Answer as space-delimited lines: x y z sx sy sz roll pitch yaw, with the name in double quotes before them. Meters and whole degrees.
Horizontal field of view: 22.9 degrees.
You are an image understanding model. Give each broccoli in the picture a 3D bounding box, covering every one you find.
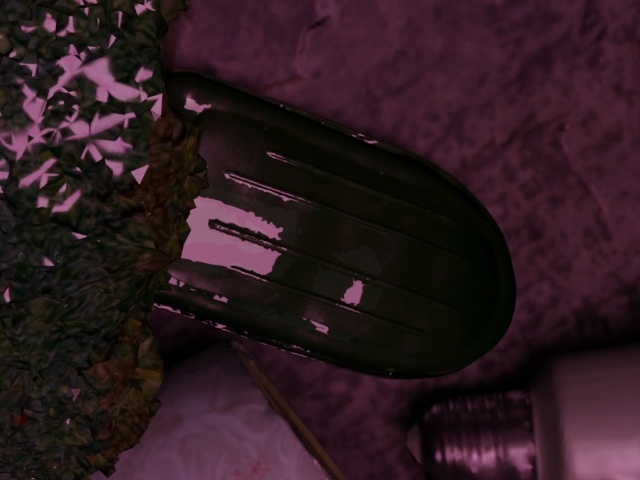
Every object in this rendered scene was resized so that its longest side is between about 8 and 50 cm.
"broccoli" -0.150 -0.051 0.544 0.275 0.308 0.308 -35 114 -32

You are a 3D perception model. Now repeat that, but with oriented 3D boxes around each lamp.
"lamp" 0.214 0.106 0.748 0.314 0.182 0.182 -19 110 10

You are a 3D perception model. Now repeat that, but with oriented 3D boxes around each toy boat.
"toy boat" 0.000 0.000 0.697 0.210 0.052 0.104 19 81 -22

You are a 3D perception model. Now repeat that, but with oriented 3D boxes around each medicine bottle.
"medicine bottle" -0.052 0.136 0.667 0.143 0.147 0.147 -37 112 -1
